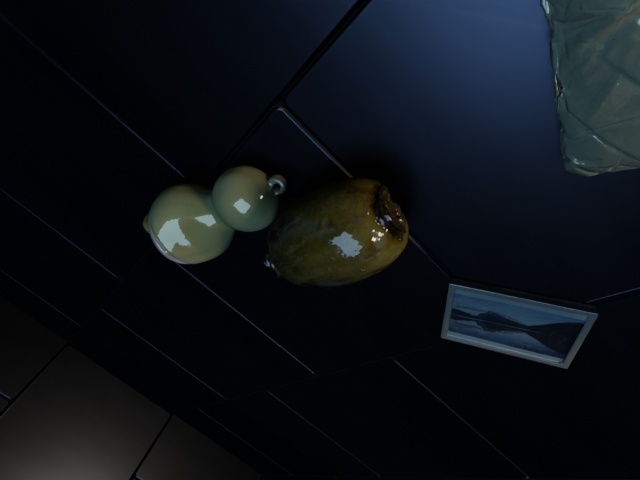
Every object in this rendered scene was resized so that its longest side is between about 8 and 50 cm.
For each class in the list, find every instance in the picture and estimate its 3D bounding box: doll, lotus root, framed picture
[{"bbox_3d":[-0.171,-0.045,0.674,0.297,0.117,0.141,-20,113,24],"label":"doll"},{"bbox_3d":[-0.001,0.002,0.599,0.278,0.154,0.154,-17,121,44],"label":"lotus root"},{"bbox_3d":[0.301,0.133,0.654,0.203,0.015,0.150,11,135,18],"label":"framed picture"}]

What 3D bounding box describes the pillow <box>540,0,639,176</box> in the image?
[{"bbox_3d":[0.317,-0.183,0.302,0.275,0.076,0.280,-6,133,36],"label":"pillow"}]
